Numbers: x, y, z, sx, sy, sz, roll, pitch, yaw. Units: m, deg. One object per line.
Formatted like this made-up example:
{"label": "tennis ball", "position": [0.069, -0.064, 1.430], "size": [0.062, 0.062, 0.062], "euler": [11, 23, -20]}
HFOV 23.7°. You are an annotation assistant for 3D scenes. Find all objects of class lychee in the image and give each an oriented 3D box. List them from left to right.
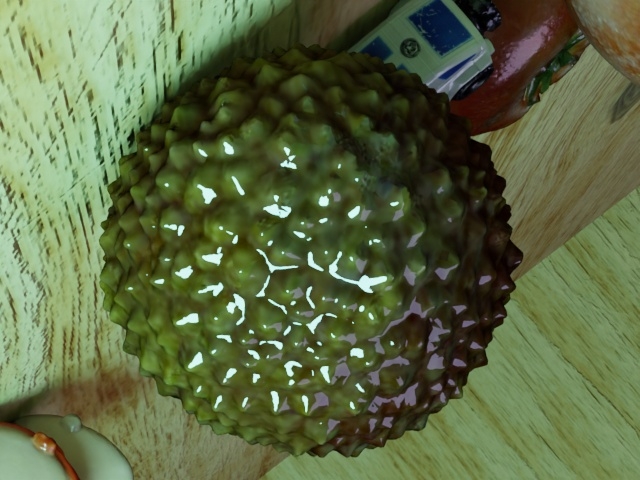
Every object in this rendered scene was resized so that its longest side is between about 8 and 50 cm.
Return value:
{"label": "lychee", "position": [0.000, 0.000, 0.937], "size": [0.267, 0.267, 0.267], "euler": [-37, 169, -9]}

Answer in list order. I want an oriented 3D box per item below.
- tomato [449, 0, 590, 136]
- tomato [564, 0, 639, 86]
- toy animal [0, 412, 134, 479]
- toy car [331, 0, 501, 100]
{"label": "tomato", "position": [0.163, -0.166, 1.243], "size": [0.225, 0.085, 0.225], "euler": [-38, 166, -11]}
{"label": "tomato", "position": [0.289, -0.210, 1.019], "size": [0.265, 0.265, 0.265], "euler": [-37, 169, -9]}
{"label": "toy animal", "position": [-0.250, 0.223, 1.267], "size": [0.171, 0.171, 0.197], "euler": [-42, 171, 17]}
{"label": "toy car", "position": [0.053, -0.116, 1.080], "size": [0.170, 0.080, 0.070], "euler": [-39, 169, 3]}
